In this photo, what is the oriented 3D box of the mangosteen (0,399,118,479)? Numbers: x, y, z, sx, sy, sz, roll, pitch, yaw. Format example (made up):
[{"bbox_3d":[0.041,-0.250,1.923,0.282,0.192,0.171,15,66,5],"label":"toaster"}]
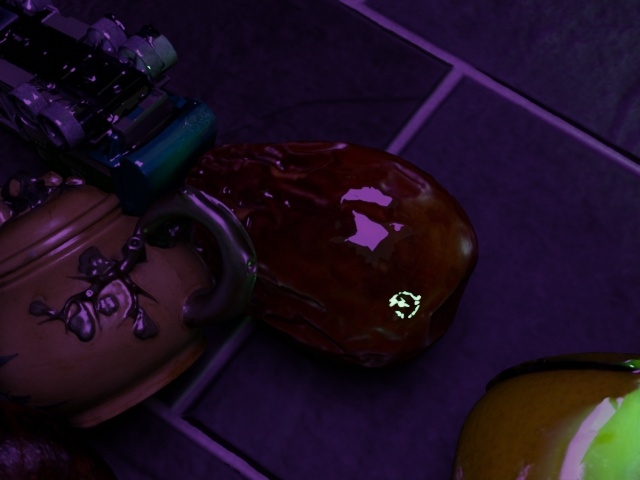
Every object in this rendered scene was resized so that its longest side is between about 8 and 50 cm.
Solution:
[{"bbox_3d":[-0.251,0.228,0.969,0.261,0.235,0.235,-23,53,35],"label":"mangosteen"}]

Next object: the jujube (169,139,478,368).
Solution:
[{"bbox_3d":[0.000,0.000,1.116,0.236,0.168,0.168,23,62,19],"label":"jujube"}]

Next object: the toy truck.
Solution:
[{"bbox_3d":[-0.192,-0.113,1.172,0.253,0.124,0.114,28,61,37],"label":"toy truck"}]

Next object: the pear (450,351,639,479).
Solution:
[{"bbox_3d":[0.205,0.228,0.998,0.293,0.159,0.292,1,63,-1],"label":"pear"}]

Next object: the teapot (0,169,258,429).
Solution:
[{"bbox_3d":[-0.167,0.025,1.061,0.182,0.269,0.173,60,33,-9],"label":"teapot"}]
